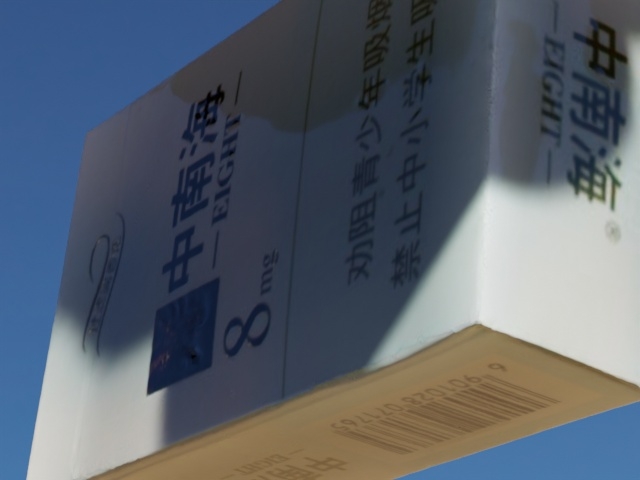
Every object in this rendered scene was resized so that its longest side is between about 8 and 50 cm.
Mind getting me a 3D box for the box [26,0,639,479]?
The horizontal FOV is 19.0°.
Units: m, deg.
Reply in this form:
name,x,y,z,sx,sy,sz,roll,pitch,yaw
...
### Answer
name,x,y,z,sx,sy,sz,roll,pitch,yaw
box,0.000,0.000,0.606,0.067,0.155,0.243,23,-29,-30
